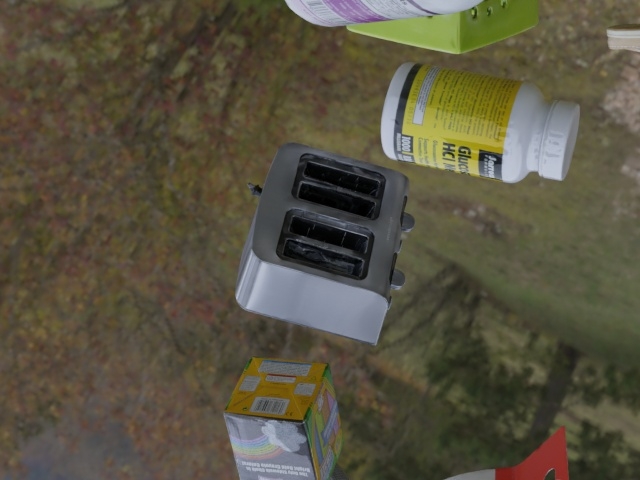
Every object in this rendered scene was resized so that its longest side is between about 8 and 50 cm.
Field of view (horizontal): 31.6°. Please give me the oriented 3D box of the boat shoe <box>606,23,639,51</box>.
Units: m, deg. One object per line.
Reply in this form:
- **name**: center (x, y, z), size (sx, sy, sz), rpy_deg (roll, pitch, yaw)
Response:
- **boat shoe**: center (0.369, -0.185, 1.146), size (0.170, 0.059, 0.063), rpy_deg (5, -165, -12)

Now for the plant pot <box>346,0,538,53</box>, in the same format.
- **plant pot**: center (0.190, -0.423, 1.727), size (0.227, 0.228, 0.207), rpy_deg (21, 124, 36)

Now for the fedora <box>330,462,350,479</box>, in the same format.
- **fedora**: center (-0.008, 0.461, 1.926), size (0.243, 0.124, 0.275), rpy_deg (49, 164, 27)

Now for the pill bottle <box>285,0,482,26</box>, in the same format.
- **pill bottle**: center (0.094, -0.321, 1.199), size (0.301, 0.169, 0.169), rpy_deg (6, 153, 50)

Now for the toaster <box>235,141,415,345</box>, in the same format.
- **toaster**: center (0.000, 0.000, 1.192), size (0.186, 0.168, 0.110), rpy_deg (16, 144, -3)

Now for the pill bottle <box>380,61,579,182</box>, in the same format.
- **pill bottle**: center (0.293, -0.210, 2.067), size (0.334, 0.188, 0.188), rpy_deg (13, 161, 18)

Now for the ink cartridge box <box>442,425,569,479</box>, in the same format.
- **ink cartridge box**: center (0.152, 0.289, 1.116), size (0.056, 0.224, 0.181), rpy_deg (34, -154, -9)

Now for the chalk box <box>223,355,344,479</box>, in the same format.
- **chalk box**: center (-0.048, 0.299, 1.701), size (0.132, 0.132, 0.213), rpy_deg (3, 127, 18)
